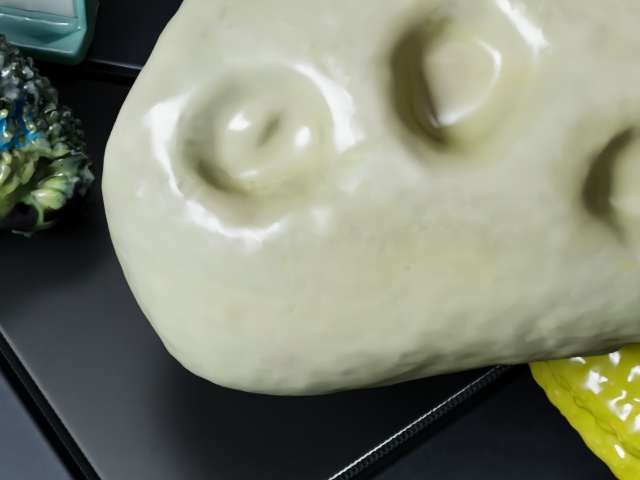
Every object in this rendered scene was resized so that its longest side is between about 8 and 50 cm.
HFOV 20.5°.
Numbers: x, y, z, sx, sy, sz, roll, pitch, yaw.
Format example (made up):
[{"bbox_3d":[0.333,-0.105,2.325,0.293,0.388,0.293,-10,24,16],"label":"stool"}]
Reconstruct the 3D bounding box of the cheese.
[{"bbox_3d":[0.101,-0.028,0.690,0.328,0.129,0.351,-42,76,-8],"label":"cheese"}]

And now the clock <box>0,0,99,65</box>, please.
[{"bbox_3d":[-0.229,-0.197,0.790,0.262,0.231,0.116,8,62,2],"label":"clock"}]

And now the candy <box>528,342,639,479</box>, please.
[{"bbox_3d":[0.163,0.072,0.757,0.199,0.094,0.106,38,76,20],"label":"candy"}]

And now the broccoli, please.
[{"bbox_3d":[-0.194,-0.035,0.785,0.154,0.167,0.160,17,94,40],"label":"broccoli"}]
